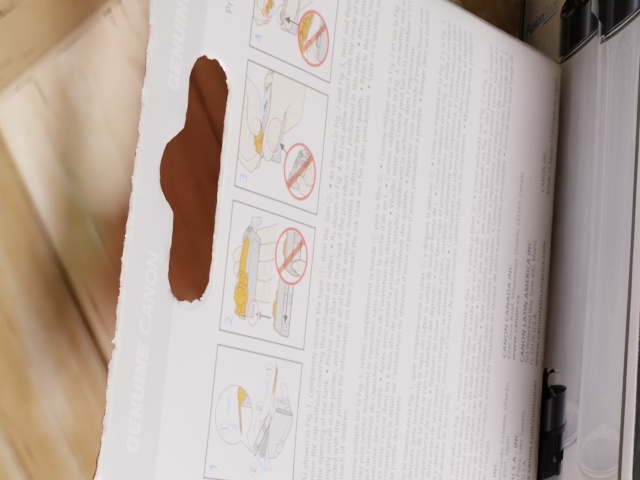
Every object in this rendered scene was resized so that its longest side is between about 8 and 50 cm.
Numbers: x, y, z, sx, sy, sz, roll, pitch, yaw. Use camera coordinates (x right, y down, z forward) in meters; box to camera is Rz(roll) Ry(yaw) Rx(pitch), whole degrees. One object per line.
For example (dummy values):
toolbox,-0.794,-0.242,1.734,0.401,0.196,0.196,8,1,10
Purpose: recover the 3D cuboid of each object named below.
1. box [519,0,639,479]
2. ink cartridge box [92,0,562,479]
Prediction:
box,0.130,-0.008,0.633,0.169,0.087,0.290,139,-43,-78
ink cartridge box,0.000,0.000,0.554,0.224,0.056,0.181,17,75,-50
